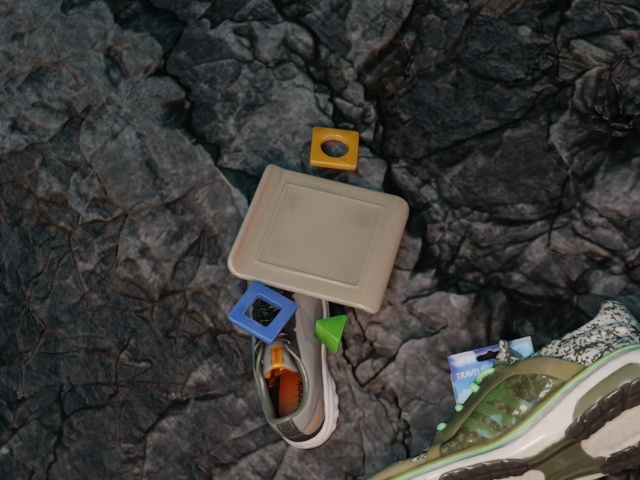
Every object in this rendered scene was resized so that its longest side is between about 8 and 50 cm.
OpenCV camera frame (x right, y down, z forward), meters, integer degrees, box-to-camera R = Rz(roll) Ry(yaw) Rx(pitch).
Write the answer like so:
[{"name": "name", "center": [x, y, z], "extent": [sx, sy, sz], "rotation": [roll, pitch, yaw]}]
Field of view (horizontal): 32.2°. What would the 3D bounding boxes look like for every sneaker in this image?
[{"name": "sneaker", "center": [-0.042, 0.121, 1.390], "extent": [0.100, 0.108, 0.271], "rotation": [-19, 67, 15]}, {"name": "sneaker", "center": [0.212, 0.203, 1.238], "extent": [0.410, 0.158, 0.182], "rotation": [-28, 36, 11]}]

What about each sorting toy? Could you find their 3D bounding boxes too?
[{"name": "sorting toy", "center": [0.000, 0.000, 1.406], "extent": [0.196, 0.047, 0.347], "rotation": [17, 55, 5]}]

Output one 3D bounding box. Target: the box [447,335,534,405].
[{"name": "box", "center": [0.220, 0.213, 1.302], "extent": [0.109, 0.042, 0.178], "rotation": [-16, 69, 14]}]
